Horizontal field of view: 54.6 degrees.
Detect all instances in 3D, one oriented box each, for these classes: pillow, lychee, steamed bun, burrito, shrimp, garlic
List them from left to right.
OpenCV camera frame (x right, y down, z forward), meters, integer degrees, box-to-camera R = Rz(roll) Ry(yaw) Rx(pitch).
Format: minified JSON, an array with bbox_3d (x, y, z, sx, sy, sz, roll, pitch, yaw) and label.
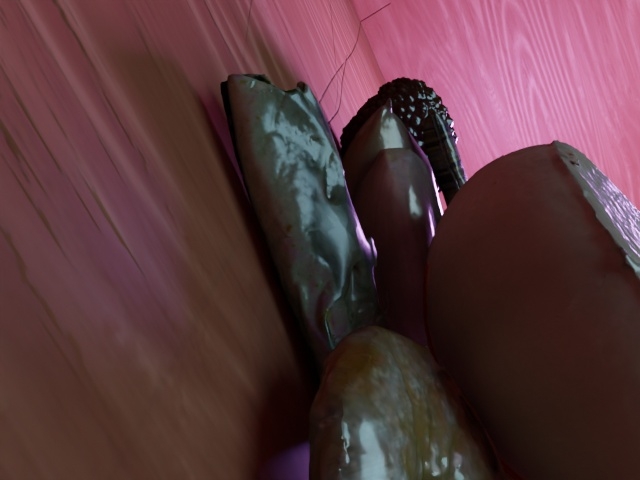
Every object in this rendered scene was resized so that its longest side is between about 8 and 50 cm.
[{"bbox_3d":[-0.003,0.001,0.518,0.096,0.066,0.310,-20,91,-44],"label":"burrito"},{"bbox_3d":[0.127,-0.144,0.959,0.188,0.188,0.188,59,18,-32],"label":"lychee"},{"bbox_3d":[0.106,0.001,0.787,0.325,0.132,0.279,57,19,-32],"label":"garlic"},{"bbox_3d":[0.174,-0.063,0.798,0.113,0.038,0.204,-29,100,-79],"label":"pillow"},{"bbox_3d":[0.089,0.269,0.383,0.221,0.109,0.446,9,62,-60],"label":"shrimp"},{"bbox_3d":[0.239,0.098,0.591,0.374,0.241,0.375,36,32,-28],"label":"steamed bun"}]
